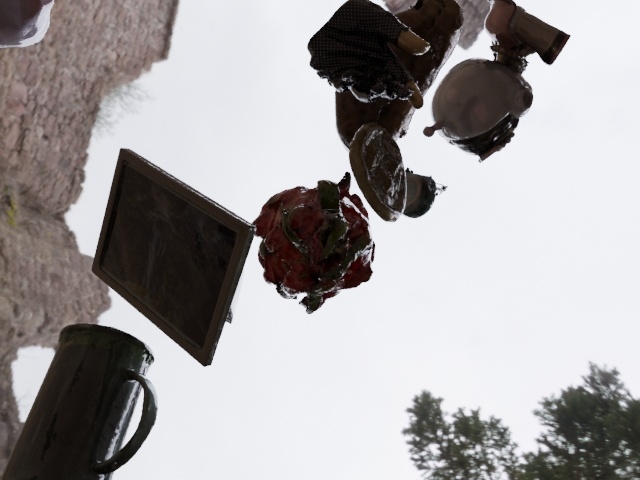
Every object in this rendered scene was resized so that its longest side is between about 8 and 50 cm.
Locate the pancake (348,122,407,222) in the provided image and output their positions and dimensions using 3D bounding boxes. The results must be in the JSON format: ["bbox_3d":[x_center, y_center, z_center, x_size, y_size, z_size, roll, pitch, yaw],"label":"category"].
[{"bbox_3d":[0.093,-0.102,0.850,0.028,0.158,0.158,-16,-117,33],"label":"pancake"}]

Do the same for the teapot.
[{"bbox_3d":[-0.397,0.306,0.984,0.270,0.200,0.337,-13,-132,26],"label":"teapot"}]

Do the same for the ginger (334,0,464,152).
[{"bbox_3d":[0.129,-0.305,1.045,0.321,0.165,0.172,-59,-148,21],"label":"ginger"}]

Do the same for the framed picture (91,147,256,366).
[{"bbox_3d":[-0.249,0.017,0.900,0.324,0.020,0.241,31,-70,30],"label":"framed picture"}]

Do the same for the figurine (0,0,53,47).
[{"bbox_3d":[-0.570,-0.385,0.894,0.133,0.275,0.200,134,-44,-62],"label":"figurine"}]

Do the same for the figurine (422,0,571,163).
[{"bbox_3d":[0.406,-0.388,1.382,0.253,0.210,0.361,-106,-141,-69],"label":"figurine"}]

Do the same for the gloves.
[{"bbox_3d":[0.078,-0.248,0.815,0.129,0.106,0.181,-40,-95,-14],"label":"gloves"}]

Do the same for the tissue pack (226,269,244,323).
[{"bbox_3d":[-0.252,0.131,1.525,0.065,0.116,0.155,10,-120,0],"label":"tissue pack"}]

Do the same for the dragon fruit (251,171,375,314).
[{"bbox_3d":[-0.010,0.006,1.093,0.237,0.231,0.302,-26,-165,-9],"label":"dragon fruit"}]

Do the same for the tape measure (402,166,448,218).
[{"bbox_3d":[0.237,-0.086,1.288,0.104,0.179,0.107,25,-91,34],"label":"tape measure"}]
